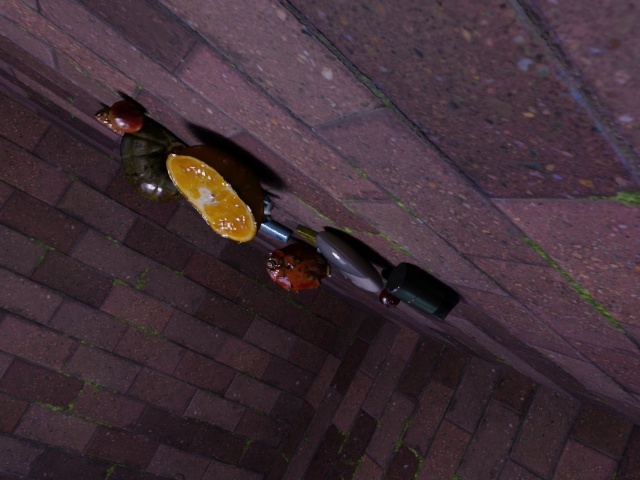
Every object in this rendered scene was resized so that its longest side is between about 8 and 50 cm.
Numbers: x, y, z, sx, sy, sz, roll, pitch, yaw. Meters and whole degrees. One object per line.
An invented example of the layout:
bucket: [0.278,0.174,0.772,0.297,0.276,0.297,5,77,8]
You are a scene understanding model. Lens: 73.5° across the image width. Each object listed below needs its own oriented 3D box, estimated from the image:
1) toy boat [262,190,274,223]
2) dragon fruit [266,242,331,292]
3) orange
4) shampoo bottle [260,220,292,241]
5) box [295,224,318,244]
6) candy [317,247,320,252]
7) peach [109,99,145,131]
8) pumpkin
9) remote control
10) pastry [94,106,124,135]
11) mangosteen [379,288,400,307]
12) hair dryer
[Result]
toy boat: [-0.218,-0.117,1.548,0.115,0.114,0.262,23,170,5]
dragon fruit: [-0.109,0.129,2.123,0.250,0.315,0.250,162,90,-76]
orange: [-0.299,-0.137,1.293,0.274,0.274,0.310,161,92,-77]
shampoo bottle: [-0.258,-0.077,2.006,0.258,0.061,0.104,29,169,1]
box: [0.000,0.000,1.767,0.193,0.030,0.121,23,168,26]
candy: [-0.002,0.046,2.020,0.030,0.020,0.083,29,168,-3]
peach: [-0.595,-0.379,1.316,0.101,0.100,0.100,28,170,5]
pumpkin: [-0.570,-0.258,1.513,0.325,0.232,0.242,38,170,-27]
remote control: [0.108,0.079,1.583,0.332,0.103,0.221,43,178,-29]
pastry: [-0.757,-0.437,1.610,0.087,0.063,0.169,33,179,35]
mangosteen: [0.260,0.213,1.610,0.081,0.081,0.081,28,170,5]
hair dryer: [0.330,0.169,1.549,0.244,0.116,0.302,32,-179,-16]
